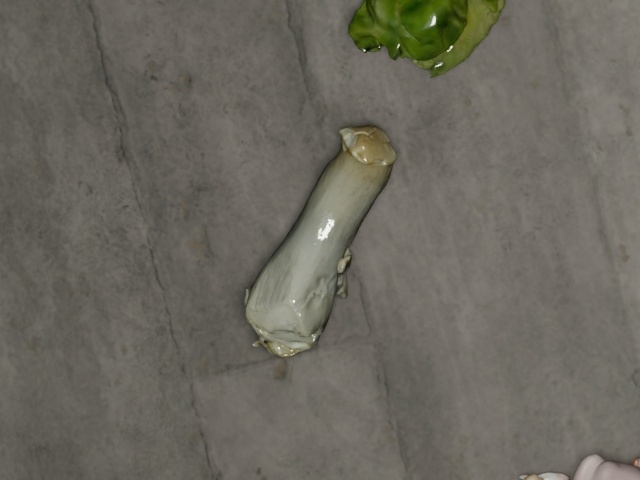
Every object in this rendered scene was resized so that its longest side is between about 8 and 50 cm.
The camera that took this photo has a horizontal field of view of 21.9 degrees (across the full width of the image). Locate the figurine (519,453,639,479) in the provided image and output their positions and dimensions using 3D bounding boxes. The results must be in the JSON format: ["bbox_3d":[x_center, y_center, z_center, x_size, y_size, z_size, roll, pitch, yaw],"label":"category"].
[{"bbox_3d":[0.290,0.293,1.753,0.229,0.112,0.137,-16,98,26],"label":"figurine"}]

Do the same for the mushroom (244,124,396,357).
[{"bbox_3d":[0.000,0.001,1.800,0.099,0.096,0.278,28,99,9],"label":"mushroom"}]

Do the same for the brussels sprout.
[{"bbox_3d":[0.118,-0.260,1.738,0.181,0.100,0.139,-46,72,17],"label":"brussels sprout"}]
